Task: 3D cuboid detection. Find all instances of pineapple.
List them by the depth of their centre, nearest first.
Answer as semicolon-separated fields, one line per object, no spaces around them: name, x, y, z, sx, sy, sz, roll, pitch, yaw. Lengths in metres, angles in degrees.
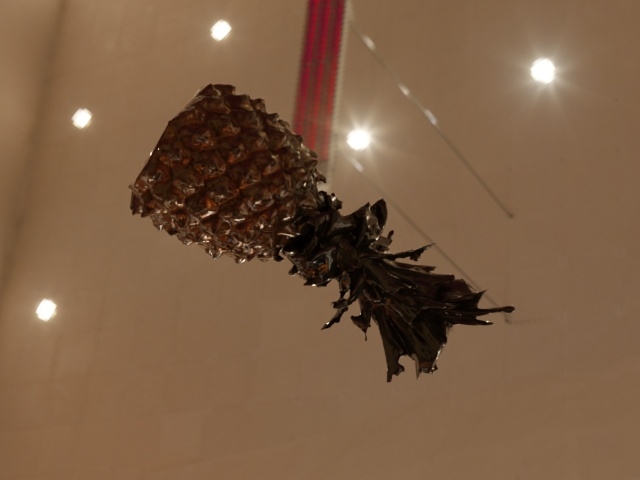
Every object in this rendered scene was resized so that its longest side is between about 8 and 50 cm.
pineapple;0.000;0.000;0.393;0.124;0.058;0.058;34;-96;-5
